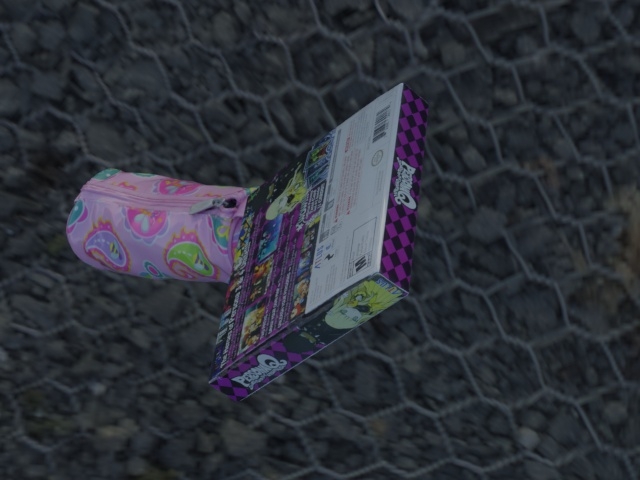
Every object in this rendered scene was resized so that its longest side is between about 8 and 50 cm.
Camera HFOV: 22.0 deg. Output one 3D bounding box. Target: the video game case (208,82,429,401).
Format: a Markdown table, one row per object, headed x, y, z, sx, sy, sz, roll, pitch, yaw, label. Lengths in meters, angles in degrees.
| x | y | z | sx | sy | sz | roll | pitch | yaw | label |
| --- | --- | --- | --- | --- | --- | --- | --- | --- | --- |
| 0.000 | 0.000 | 1.402 | 0.210 | 0.042 | 0.232 | -35 | 31 | 35 | video game case |

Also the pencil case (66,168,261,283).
| x | y | z | sx | sy | sz | roll | pitch | yaw | label |
| --- | --- | --- | --- | --- | --- | --- | --- | --- | --- |
| -0.144 | -0.014 | 1.758 | 0.284 | 0.124 | 0.124 | 7 | 81 | 44 | pencil case |
